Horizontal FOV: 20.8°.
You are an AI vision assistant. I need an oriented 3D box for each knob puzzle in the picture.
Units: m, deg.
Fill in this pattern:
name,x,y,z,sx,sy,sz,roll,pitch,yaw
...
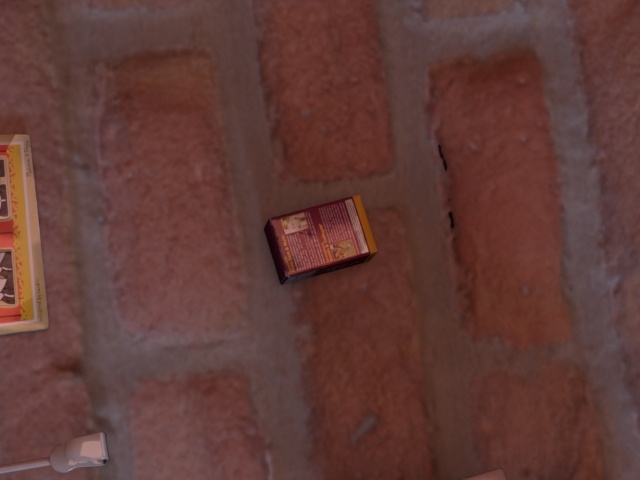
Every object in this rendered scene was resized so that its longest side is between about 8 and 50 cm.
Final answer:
name,x,y,z,sx,sy,sz,roll,pitch,yaw
knob puzzle,-0.332,-0.002,1.450,0.213,0.030,0.213,2,78,-8

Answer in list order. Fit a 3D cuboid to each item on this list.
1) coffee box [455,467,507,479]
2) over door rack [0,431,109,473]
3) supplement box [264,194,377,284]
name,x,y,z,sx,sy,sz,roll,pitch,yaw
coffee box,0.116,0.342,1.368,0.119,0.168,0.297,-15,80,-11
over door rack,-0.290,0.293,1.339,0.324,0.108,0.239,-11,81,10
supplement box,0.000,0.000,1.489,0.083,0.043,0.055,-14,81,-12
